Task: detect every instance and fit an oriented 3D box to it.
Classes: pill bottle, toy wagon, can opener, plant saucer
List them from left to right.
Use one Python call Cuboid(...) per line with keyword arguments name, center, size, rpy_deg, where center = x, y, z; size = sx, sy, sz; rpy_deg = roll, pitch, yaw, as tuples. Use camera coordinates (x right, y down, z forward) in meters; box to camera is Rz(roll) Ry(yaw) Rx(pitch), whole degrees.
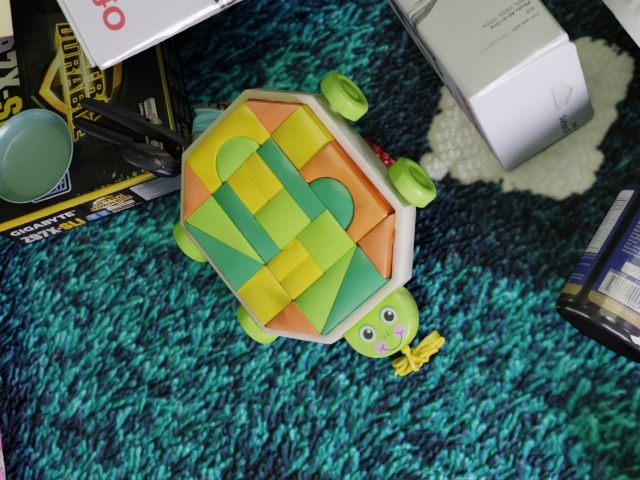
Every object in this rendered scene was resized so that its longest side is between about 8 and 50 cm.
Cuboid(name="plant saucer", center=(-0.343, -0.098, 1.570), size=(0.119, 0.021, 0.119), rpy_deg=(-6, 71, 19))
Cuboid(name="can opener", center=(-0.217, -0.124, 1.515), size=(0.186, 0.073, 0.059), rpy_deg=(31, 93, 34))
Cuboid(name="toy wagon", center=(0.000, 0.000, 1.411), size=(0.267, 0.068, 0.344), rpy_deg=(-42, 80, 24))
Cuboid(name="pill bottle", center=(0.339, 0.005, 1.315), size=(0.122, 0.123, 0.219), rpy_deg=(30, 84, 26))

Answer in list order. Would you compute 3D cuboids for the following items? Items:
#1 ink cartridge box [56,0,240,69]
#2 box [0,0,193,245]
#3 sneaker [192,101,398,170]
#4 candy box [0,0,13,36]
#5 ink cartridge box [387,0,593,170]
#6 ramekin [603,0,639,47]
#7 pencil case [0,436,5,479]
Cuboid(name="ink cartridge box", center=(-0.150, -0.409, 1.483), size=(0.395, 0.166, 0.285), rpy_deg=(-28, 107, -7))
Cuboid(name="box", center=(-0.299, -0.182, 1.635), size=(0.257, 0.079, 0.322), rpy_deg=(-18, 68, 15))
Cuboid(name="sneaker", center=(-0.030, -0.077, 1.507), size=(0.261, 0.104, 0.125), rpy_deg=(17, 102, 22))
Cuboid(name="candy box", center=(-0.513, -0.348, 1.660), size=(0.182, 0.088, 0.316), rpy_deg=(-13, 40, -18))
Cuboid(name="ink cartridge box", center=(0.156, -0.245, 1.414), size=(0.121, 0.211, 0.289), rpy_deg=(-34, 64, 6))
Cuboid(name="ramekin", center=(0.378, -0.222, 1.306), size=(0.127, 0.273, 0.273), rpy_deg=(-39, 64, 16))
Cuboid(name="pencil case", center=(-0.444, 0.141, 1.514), size=(0.167, 0.160, 0.386), rpy_deg=(-17, 74, 29))
